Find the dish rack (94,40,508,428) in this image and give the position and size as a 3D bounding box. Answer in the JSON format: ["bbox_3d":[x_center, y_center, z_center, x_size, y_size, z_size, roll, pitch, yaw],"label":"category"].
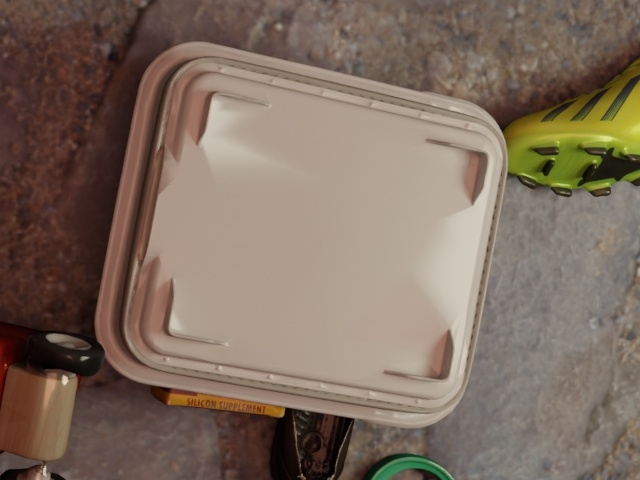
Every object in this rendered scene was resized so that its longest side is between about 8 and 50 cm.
[{"bbox_3d":[0.000,0.000,1.348,0.333,0.072,0.285,11,89,-18],"label":"dish rack"}]

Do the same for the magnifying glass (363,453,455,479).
[{"bbox_3d":[0.129,0.282,1.502,0.231,0.026,0.092,42,81,-14],"label":"magnifying glass"}]

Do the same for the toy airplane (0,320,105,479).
[{"bbox_3d":[-0.384,0.104,1.224,0.386,0.272,0.384,-46,136,-23],"label":"toy airplane"}]

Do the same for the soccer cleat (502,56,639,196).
[{"bbox_3d":[0.290,-0.118,1.514,0.289,0.093,0.121,-10,65,-11],"label":"soccer cleat"}]

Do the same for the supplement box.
[{"bbox_3d":[-0.076,0.049,1.405,0.104,0.081,0.188,8,90,-16],"label":"supplement box"}]

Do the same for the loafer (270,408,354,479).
[{"bbox_3d":[0.008,0.120,1.433,0.080,0.078,0.220,4,91,-16],"label":"loafer"}]
